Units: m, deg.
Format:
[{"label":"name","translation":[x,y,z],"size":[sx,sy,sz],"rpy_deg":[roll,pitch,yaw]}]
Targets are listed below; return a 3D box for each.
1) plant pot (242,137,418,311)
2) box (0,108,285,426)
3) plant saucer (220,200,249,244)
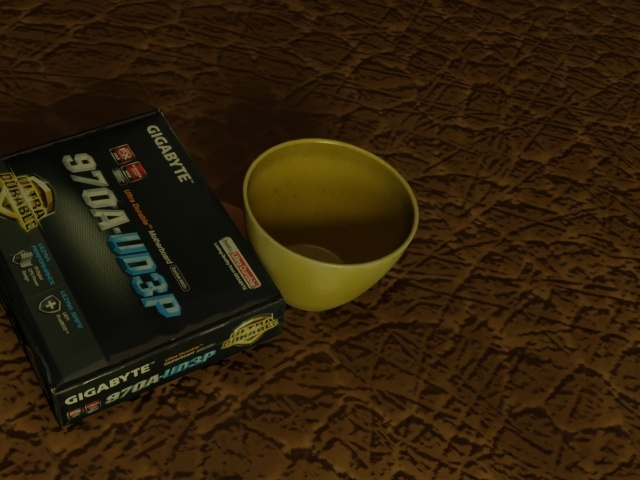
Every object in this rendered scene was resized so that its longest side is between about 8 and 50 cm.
[{"label":"plant pot","translation":[0.000,0.000,0.778],"size":[0.134,0.095,0.134],"rpy_deg":[7,47,-8]},{"label":"box","translation":[-0.154,0.010,0.747],"size":[0.175,0.051,0.220],"rpy_deg":[-21,56,-22]},{"label":"plant saucer","translation":[-0.090,-0.004,0.815],"size":[0.084,0.013,0.083],"rpy_deg":[8,47,-9]}]
